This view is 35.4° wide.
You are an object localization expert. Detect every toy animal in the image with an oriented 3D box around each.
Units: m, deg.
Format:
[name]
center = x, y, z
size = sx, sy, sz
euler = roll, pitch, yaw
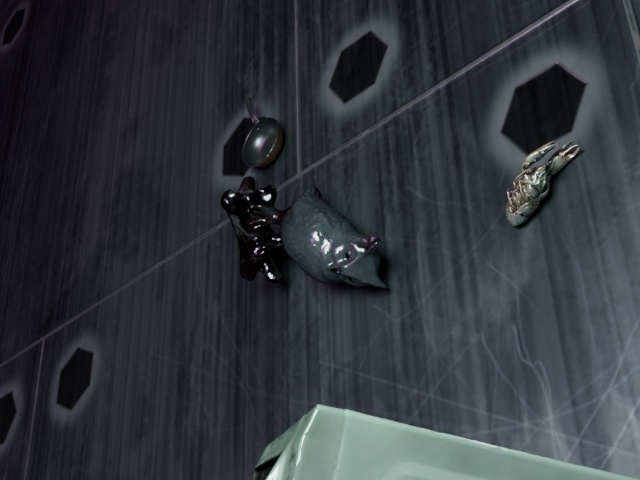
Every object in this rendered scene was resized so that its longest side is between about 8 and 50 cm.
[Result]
[toy animal]
center = 0.004, 0.000, 1.068
size = 0.210, 0.121, 0.117
euler = 17, 37, 37

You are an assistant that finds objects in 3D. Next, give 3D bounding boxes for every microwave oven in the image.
[microwave oven]
center = 0.055, 0.229, 0.636
size = 0.295, 0.238, 0.181
euler = 118, 166, -71

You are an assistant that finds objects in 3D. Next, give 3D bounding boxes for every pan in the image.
[pan]
center = -0.074, -0.137, 1.267
size = 0.068, 0.023, 0.115
euler = -41, 45, 28

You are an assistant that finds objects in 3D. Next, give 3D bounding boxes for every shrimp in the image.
[shrimp]
center = 0.190, -0.055, 0.890
size = 0.092, 0.038, 0.029
euler = -55, 39, 11
